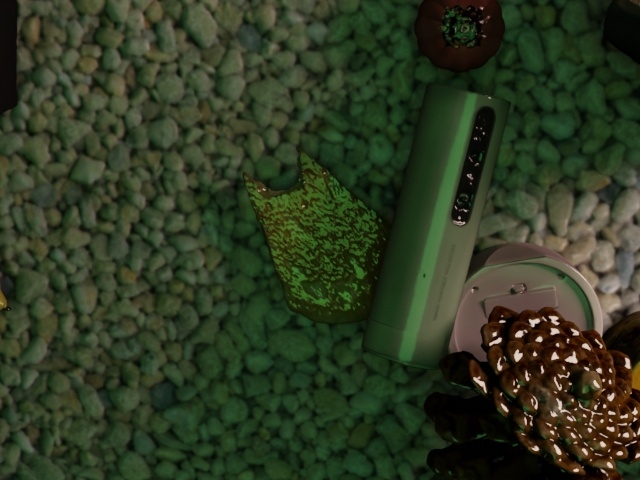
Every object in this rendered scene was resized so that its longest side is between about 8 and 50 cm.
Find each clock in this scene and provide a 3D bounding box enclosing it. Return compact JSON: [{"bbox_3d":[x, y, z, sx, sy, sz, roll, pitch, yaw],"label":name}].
[{"bbox_3d":[0.254,0.104,1.437,0.197,0.068,0.196,0,103,-1],"label":"clock"}]

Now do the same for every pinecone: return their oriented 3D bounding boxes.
[{"bbox_3d":[0.235,0.221,1.309,0.264,0.264,0.264,0,103,-1],"label":"pinecone"}]

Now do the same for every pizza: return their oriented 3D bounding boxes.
[{"bbox_3d":[0.000,0.000,1.426,0.181,0.034,0.262,-42,103,8],"label":"pizza"}]

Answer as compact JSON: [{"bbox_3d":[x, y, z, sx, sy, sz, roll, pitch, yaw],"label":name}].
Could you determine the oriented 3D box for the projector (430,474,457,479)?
[{"bbox_3d":[0.242,0.422,1.444,0.250,0.198,0.108,38,99,-9],"label":"projector"}]

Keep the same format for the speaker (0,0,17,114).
[{"bbox_3d":[-0.483,-0.223,1.261,0.232,0.254,0.184,2,104,-1],"label":"speaker"}]

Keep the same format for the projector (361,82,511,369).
[{"bbox_3d":[0.139,-0.017,1.365,0.108,0.108,0.337,14,94,-4],"label":"projector"}]

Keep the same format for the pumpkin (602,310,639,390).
[{"bbox_3d":[0.509,0.193,1.429,0.317,0.139,0.221,-9,100,-1],"label":"pumpkin"}]

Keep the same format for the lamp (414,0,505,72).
[{"bbox_3d":[0.165,-0.253,1.341,0.108,0.092,0.107,0,104,-1],"label":"lamp"}]

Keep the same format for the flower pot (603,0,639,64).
[{"bbox_3d":[0.475,-0.281,1.249,0.251,0.379,0.379,24,102,16],"label":"flower pot"}]

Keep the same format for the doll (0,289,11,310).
[{"bbox_3d":[-0.495,-0.014,1.394,0.117,0.086,0.291,-33,103,2],"label":"doll"}]
